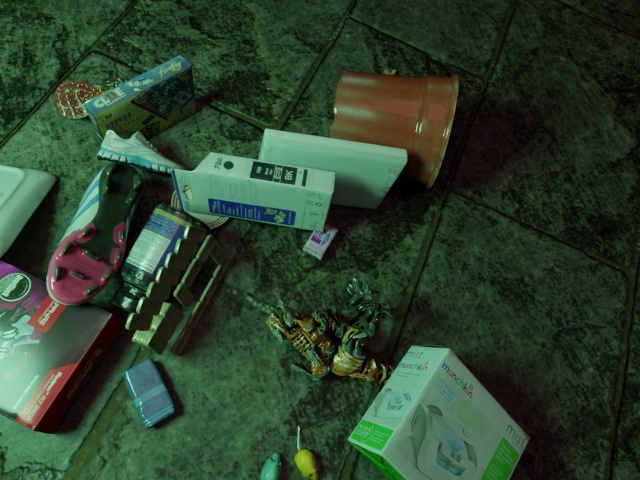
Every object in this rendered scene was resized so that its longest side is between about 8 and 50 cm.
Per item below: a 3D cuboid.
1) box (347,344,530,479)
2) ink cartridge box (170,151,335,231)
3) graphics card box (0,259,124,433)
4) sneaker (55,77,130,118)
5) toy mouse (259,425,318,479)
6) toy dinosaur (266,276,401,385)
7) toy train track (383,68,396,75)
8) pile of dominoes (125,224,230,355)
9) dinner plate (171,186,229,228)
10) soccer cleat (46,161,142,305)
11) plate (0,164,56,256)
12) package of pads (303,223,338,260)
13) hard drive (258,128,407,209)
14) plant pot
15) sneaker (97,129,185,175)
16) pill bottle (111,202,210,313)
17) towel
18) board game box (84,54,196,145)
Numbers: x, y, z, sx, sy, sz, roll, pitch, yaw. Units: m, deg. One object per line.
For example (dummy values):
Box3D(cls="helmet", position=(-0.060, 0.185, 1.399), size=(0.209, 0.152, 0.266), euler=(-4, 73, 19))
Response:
Box3D(cls="box", position=(0.225, 0.371, 0.890), size=(0.262, 0.126, 0.231), euler=(48, 65, -11))
Box3D(cls="ink cartridge box", position=(-0.142, -0.105, 1.027), size=(0.332, 0.165, 0.065), euler=(8, 61, -4))
Box3D(cls="graphics card box", position=(-0.602, 0.169, 0.884), size=(0.370, 0.094, 0.233), euler=(26, 64, 3))
Box3D(cls="sneaker", position=(-0.525, -0.332, 1.135), size=(0.225, 0.093, 0.088), euler=(0, 95, 5))
Box3D(cls="toy mouse", position=(-0.064, 0.459, 0.888), size=(0.143, 0.031, 0.161), euler=(-24, 73, -19))
Box3D(cls="toy dinosaur", position=(0.054, 0.203, 0.986), size=(0.321, 0.164, 0.219), euler=(33, 77, -21))
Box3D(cls="toy train track", position=(0.191, -0.457, 1.354), size=(0.048, 0.014, 0.083), euler=(36, 71, -1))
Box3D(cls="pile of dominoes", position=(-0.281, 0.094, 0.932), size=(0.040, 0.196, 0.251), euler=(14, 62, 20))
Box3D(cls="dinner plate", position=(-0.273, -0.085, 1.100), size=(0.141, 0.017, 0.141), euler=(4, 66, -9))
Box3D(cls="soccer cleat", position=(-0.456, -0.009, 0.967), size=(0.116, 0.143, 0.331), euler=(30, 53, -28))
Box3D(cls="plate", position=(-0.723, -0.083, 0.943), size=(0.277, 0.045, 0.277), euler=(7, 41, -7))
Box3D(cls="package of pads", position=(0.000, 0.000, 1.103), size=(0.050, 0.032, 0.083), euler=(30, 64, 4))
Box3D(cls="hard drive", position=(0.013, -0.151, 1.063), size=(0.307, 0.203, 0.040), euler=(6, 60, -14))
Box3D(cls="plant pot", position=(0.165, -0.287, 1.149), size=(0.264, 0.272, 0.273), euler=(12, 64, 3))
Box3D(cls="sneaker", position=(-0.391, -0.198, 1.061), size=(0.190, 0.071, 0.083), euler=(13, 81, -37))
Box3D(cls="pill bottle", position=(-0.327, 0.044, 0.965), size=(0.122, 0.123, 0.219), euler=(25, 78, 1))
Box3D(cls="towel", position=(-0.329, 0.294, 0.914), size=(0.067, 0.029, 0.120), euler=(-25, 74, -20))
Box3D(cls="board game box", position=(-0.402, -0.305, 1.093), size=(0.243, 0.165, 0.042), euler=(-38, 78, -23))
